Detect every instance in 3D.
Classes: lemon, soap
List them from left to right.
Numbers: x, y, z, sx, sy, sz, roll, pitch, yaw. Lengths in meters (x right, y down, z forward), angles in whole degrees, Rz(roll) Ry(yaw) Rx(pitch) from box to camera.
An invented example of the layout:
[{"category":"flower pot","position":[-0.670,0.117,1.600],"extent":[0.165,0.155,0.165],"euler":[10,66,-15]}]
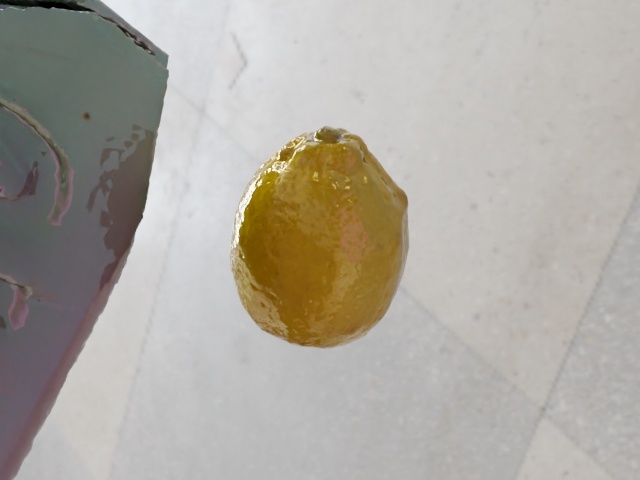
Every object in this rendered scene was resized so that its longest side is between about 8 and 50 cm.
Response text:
[{"category":"soap","position":[-0.281,0.028,0.733],"extent":[0.156,0.261,0.446],"euler":[3,62,51]},{"category":"lemon","position":[0.000,0.000,0.775],"extent":[0.114,0.114,0.155],"euler":[42,133,42]}]
